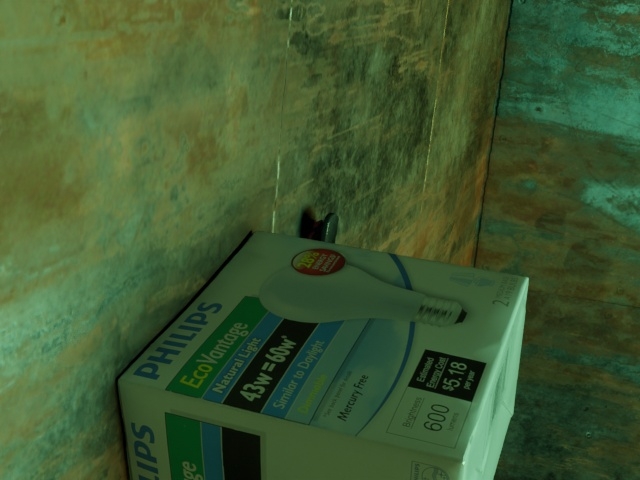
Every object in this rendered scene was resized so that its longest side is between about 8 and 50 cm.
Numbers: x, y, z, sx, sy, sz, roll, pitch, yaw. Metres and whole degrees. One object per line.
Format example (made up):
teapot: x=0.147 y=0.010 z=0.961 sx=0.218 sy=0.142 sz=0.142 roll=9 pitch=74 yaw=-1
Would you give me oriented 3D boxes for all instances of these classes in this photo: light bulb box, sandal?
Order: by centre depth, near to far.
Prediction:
light bulb box: x=0.021 y=0.184 z=1.069 sx=0.358 sy=0.361 sz=0.225 roll=-53 pitch=148 yaw=-56
sandal: x=0.000 y=0.000 z=1.460 sx=0.179 sy=0.040 sz=0.067 roll=93 pitch=17 yaw=-77
